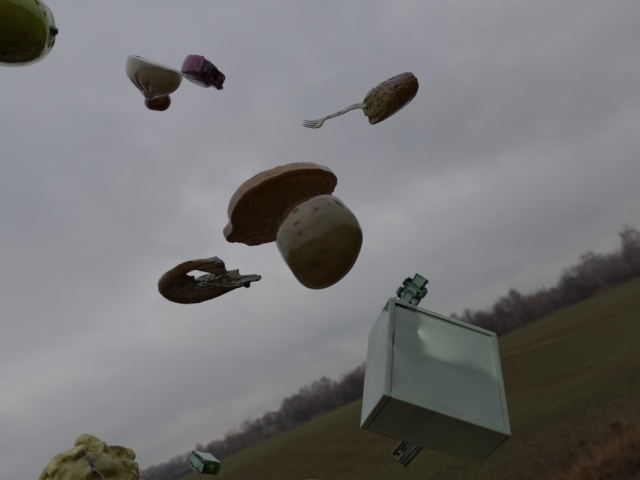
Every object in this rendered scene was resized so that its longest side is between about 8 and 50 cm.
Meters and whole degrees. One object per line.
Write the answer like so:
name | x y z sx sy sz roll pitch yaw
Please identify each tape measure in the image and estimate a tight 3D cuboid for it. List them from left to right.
tape measure | -0.373 -0.528 1.738 0.074 0.118 0.125 -68 -18 -8

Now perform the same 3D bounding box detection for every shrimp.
shrimp | -0.283 0.088 1.375 0.255 0.059 0.145 -17 -47 10

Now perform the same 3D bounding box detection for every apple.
apple | 0.000 0.000 1.565 0.234 0.256 0.257 -32 -16 -3

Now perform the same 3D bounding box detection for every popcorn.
popcorn | -0.607 0.665 1.492 0.215 0.286 0.252 -27 28 40

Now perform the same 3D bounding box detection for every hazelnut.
hazelnut | -0.533 -0.459 1.816 0.086 0.086 0.086 -22 -16 -7

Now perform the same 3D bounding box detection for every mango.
mango | -0.553 -0.368 0.866 0.273 0.185 0.149 20 -79 -55

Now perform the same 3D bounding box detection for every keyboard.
keyboard | 0.224 0.475 1.312 0.129 0.049 0.015 -52 -24 10

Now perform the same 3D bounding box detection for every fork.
fork | 0.043 -0.365 1.618 0.220 0.034 0.028 -10 -45 36

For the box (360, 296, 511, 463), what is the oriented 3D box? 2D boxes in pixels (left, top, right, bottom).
box | 0.203 0.254 1.007 0.225 0.225 0.117 19 -51 -5

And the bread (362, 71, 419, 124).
bread | 0.222 -0.457 1.767 0.172 0.103 0.132 -36 -3 -31

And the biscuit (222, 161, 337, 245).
biscuit | -0.123 -0.106 1.755 0.385 0.062 0.365 -14 -30 -36

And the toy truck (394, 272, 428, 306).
toy truck | 0.202 0.160 1.331 0.175 0.067 0.081 -60 -24 7

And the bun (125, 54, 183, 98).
bun | -0.417 -0.396 1.370 0.138 0.138 0.094 1 -66 -57

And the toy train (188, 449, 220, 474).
toy train | -0.284 0.545 1.355 0.056 0.038 0.093 23 -14 -29
